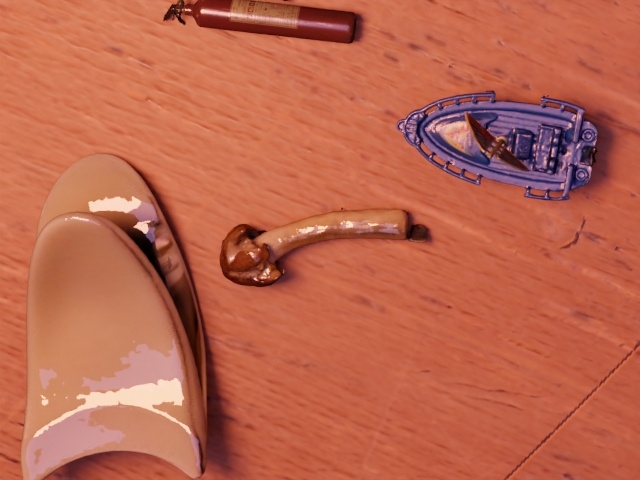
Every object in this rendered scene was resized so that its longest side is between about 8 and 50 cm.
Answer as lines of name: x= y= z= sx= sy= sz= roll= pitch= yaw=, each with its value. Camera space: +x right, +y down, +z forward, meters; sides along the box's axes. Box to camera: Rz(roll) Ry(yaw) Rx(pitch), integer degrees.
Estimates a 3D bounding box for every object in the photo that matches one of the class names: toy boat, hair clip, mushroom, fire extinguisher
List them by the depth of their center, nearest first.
toy boat: x=0.150 y=-0.085 z=1.577 sx=0.175 sy=0.110 sz=0.091 roll=10 pitch=101 yaw=8
fire extinguisher: x=-0.054 y=-0.205 z=1.624 sx=0.173 sy=0.035 sz=0.049 roll=6 pitch=104 yaw=4
mushroom: x=0.000 y=0.000 z=1.641 sx=0.187 sy=0.061 sz=0.060 roll=-12 pitch=93 yaw=6
hair clip: x=-0.195 y=0.070 z=1.660 sx=0.172 sy=0.113 sz=0.282 roll=-5 pitch=104 yaw=9
